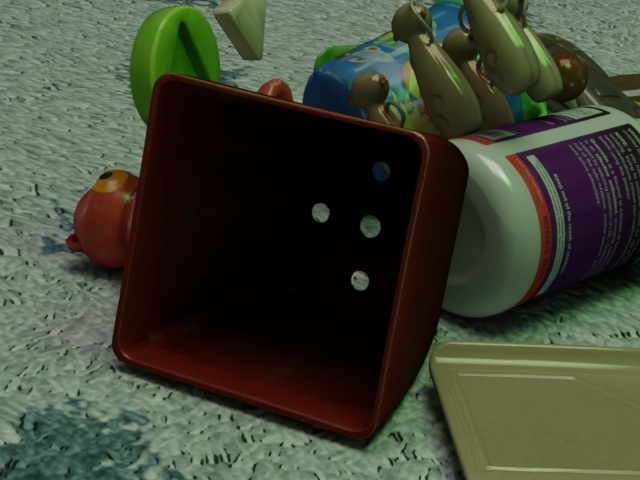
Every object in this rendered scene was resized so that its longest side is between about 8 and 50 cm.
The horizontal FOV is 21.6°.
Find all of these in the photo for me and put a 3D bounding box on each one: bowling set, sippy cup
[{"bbox_3d":[0.169,-0.192,1.764,0.200,0.154,0.287,-17,-12,-38],"label":"bowling set"},{"bbox_3d":[0.108,-0.151,1.960,0.224,0.240,0.305,-20,-2,-26],"label":"sippy cup"}]

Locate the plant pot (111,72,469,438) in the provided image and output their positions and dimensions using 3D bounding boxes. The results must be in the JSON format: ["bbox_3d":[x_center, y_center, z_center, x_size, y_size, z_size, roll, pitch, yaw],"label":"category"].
[{"bbox_3d":[0.000,0.000,1.543,0.267,0.267,0.236,16,12,24],"label":"plant pot"}]

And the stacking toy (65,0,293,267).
[{"bbox_3d":[-0.154,-0.121,1.759,0.130,0.279,0.309,4,21,26],"label":"stacking toy"}]

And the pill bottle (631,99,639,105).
[{"bbox_3d":[0.400,-0.115,2.060,0.184,0.103,0.103,18,26,29],"label":"pill bottle"}]

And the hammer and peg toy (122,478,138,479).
[{"bbox_3d":[-0.057,0.279,1.005,0.266,0.127,0.361,11,24,19],"label":"hammer and peg toy"}]

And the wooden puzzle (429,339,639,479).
[{"bbox_3d":[0.216,0.167,1.443,0.221,0.044,0.239,2,27,-7],"label":"wooden puzzle"}]

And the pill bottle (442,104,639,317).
[{"bbox_3d":[0.240,-0.039,1.749,0.323,0.181,0.181,-16,30,-41],"label":"pill bottle"}]

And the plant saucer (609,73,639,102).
[{"bbox_3d":[0.487,-0.176,2.308,0.278,0.041,0.278,3,23,-1],"label":"plant saucer"}]

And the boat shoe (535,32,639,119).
[{"bbox_3d":[0.335,-0.100,1.978,0.132,0.130,0.355,-1,42,-46],"label":"boat shoe"}]
